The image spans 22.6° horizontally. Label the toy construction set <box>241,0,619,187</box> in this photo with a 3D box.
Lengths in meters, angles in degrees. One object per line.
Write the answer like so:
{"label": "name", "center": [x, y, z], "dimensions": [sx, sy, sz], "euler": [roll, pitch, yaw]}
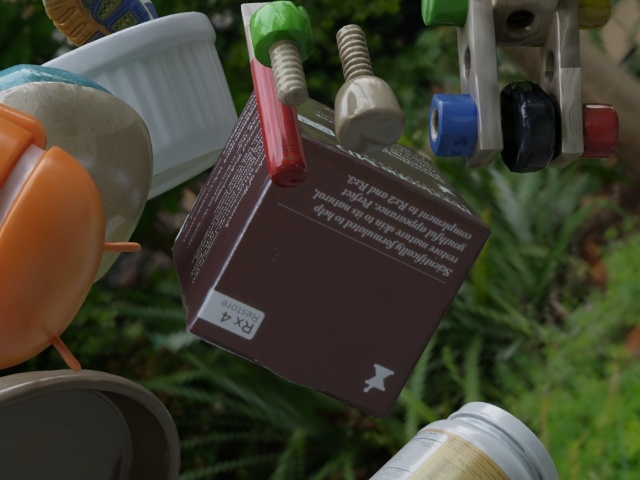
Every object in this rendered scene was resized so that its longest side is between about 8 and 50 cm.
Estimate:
{"label": "toy construction set", "center": [0.090, -0.184, 0.962], "dimensions": [0.309, 0.257, 0.237], "euler": [-19, 56, 11]}

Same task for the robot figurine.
{"label": "robot figurine", "center": [-0.205, -0.013, 0.807], "dimensions": [0.128, 0.219, 0.158], "euler": [-63, 6, 6]}

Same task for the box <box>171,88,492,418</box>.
{"label": "box", "center": [0.000, 0.000, 1.220], "dimensions": [0.167, 0.168, 0.203], "euler": [-61, 17, 11]}

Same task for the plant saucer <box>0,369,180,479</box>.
{"label": "plant saucer", "center": [-0.214, 0.187, 1.022], "dimensions": [0.278, 0.041, 0.278], "euler": [-28, -39, -26]}

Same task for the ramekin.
{"label": "ramekin", "center": [-0.199, -0.097, 1.489], "dimensions": [0.273, 0.127, 0.273], "euler": [-26, -2, -1]}

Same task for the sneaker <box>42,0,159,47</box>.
{"label": "sneaker", "center": [-0.277, -0.325, 1.801], "dimensions": [0.112, 0.296, 0.131], "euler": [-32, 23, 35]}

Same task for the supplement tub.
{"label": "supplement tub", "center": [0.111, 0.256, 1.469], "dimensions": [0.200, 0.144, 0.144], "euler": [-39, 0, -30]}

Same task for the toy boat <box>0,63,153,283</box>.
{"label": "toy boat", "center": [-0.282, -0.046, 1.161], "dimensions": [0.318, 0.148, 0.267], "euler": [-8, -24, -22]}
